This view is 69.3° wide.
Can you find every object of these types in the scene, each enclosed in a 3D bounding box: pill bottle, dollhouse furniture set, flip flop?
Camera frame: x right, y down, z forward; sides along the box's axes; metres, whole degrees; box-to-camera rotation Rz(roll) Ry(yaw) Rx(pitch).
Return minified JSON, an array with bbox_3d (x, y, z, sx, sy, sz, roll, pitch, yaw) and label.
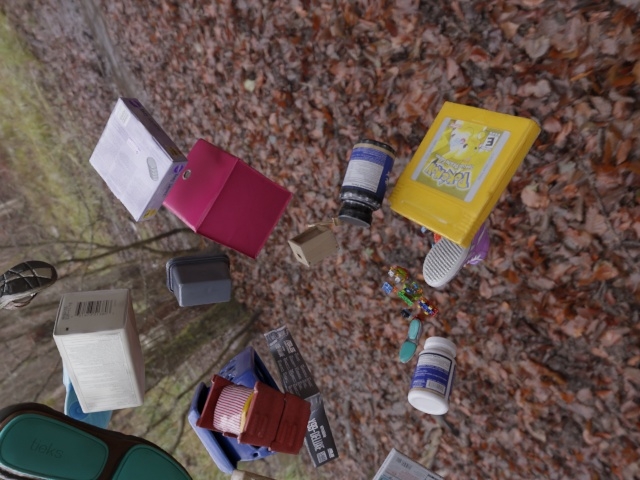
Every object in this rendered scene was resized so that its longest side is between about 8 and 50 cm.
[{"bbox_3d":[0.121,-0.153,1.262,0.122,0.122,0.219,5,76,57],"label":"pill bottle"},{"bbox_3d":[-0.173,0.481,0.938,0.152,0.374,0.201,32,150,-31],"label":"dollhouse furniture set"},{"bbox_3d":[0.440,0.515,1.787,0.153,0.265,0.153,16,142,13],"label":"pill bottle"},{"bbox_3d":[-0.834,0.148,1.256,0.112,0.277,0.080,59,180,36],"label":"flip flop"}]

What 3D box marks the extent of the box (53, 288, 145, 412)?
[{"bbox_3d":[-0.506,0.266,1.090,0.121,0.147,0.311,-110,23,-46],"label":"box"}]

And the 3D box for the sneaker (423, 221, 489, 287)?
[{"bbox_3d":[0.397,0.047,1.290,0.102,0.282,0.161,13,147,47],"label":"sneaker"}]

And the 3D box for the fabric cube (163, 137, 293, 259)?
[{"bbox_3d":[-0.300,-0.132,1.480,0.258,0.254,0.259,32,180,44],"label":"fabric cube"}]

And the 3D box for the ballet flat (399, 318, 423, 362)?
[{"bbox_3d":[0.235,0.257,1.175,0.041,0.114,0.041,21,173,3],"label":"ballet flat"}]

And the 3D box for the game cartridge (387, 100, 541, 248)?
[{"bbox_3d":[0.336,-0.176,1.157,0.052,0.324,0.285,28,-175,-40],"label":"game cartridge"}]

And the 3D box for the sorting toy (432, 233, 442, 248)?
[{"bbox_3d":[0.434,0.009,1.692,0.348,0.047,0.196,-81,-22,-71],"label":"sorting toy"}]

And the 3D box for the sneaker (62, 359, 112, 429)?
[{"bbox_3d":[-0.683,0.456,1.360,0.208,0.127,0.319,-60,42,45],"label":"sneaker"}]

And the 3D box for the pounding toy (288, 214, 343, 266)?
[{"bbox_3d":[0.001,-0.004,1.626,0.094,0.206,0.181,65,165,-18],"label":"pounding toy"}]

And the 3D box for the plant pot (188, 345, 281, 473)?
[{"bbox_3d":[-0.216,0.460,1.254,0.236,0.212,0.236,60,173,-7],"label":"plant pot"}]

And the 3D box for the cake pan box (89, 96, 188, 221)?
[{"bbox_3d":[-0.523,-0.229,1.309,0.267,0.070,0.246,47,118,11],"label":"cake pan box"}]

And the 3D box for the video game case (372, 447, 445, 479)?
[{"bbox_3d":[0.249,0.759,1.403,0.212,0.193,0.023,36,174,-17],"label":"video game case"}]

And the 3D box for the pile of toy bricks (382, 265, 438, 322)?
[{"bbox_3d":[0.318,0.188,1.604,0.212,0.105,0.118,44,125,23],"label":"pile of toy bricks"}]

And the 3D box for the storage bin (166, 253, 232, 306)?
[{"bbox_3d":[-0.250,0.094,0.977,0.091,0.135,0.098,-131,43,-55],"label":"storage bin"}]

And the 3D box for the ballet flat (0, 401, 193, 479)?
[{"bbox_3d":[-0.261,0.268,0.549,0.096,0.095,0.280,-13,129,42],"label":"ballet flat"}]

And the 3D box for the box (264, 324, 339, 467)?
[{"bbox_3d":[-0.058,0.419,1.282,0.307,0.076,0.243,-132,25,-60],"label":"box"}]

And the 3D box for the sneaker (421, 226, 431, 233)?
[{"bbox_3d":[0.492,-0.118,1.946,0.082,0.209,0.069,49,-170,24],"label":"sneaker"}]
